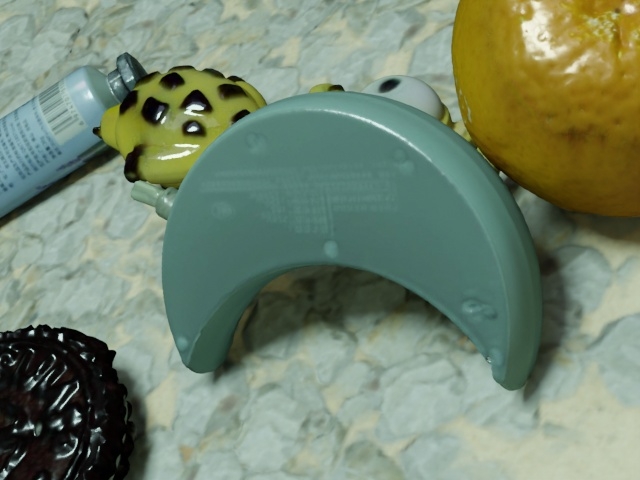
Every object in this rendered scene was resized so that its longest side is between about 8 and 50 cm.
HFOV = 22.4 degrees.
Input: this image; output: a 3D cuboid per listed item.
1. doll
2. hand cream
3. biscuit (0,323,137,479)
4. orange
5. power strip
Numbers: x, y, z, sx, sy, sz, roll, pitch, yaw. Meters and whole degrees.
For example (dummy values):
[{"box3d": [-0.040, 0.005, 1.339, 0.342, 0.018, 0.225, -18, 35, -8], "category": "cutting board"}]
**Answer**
[{"box3d": [-0.023, -0.060, 1.007, 0.291, 0.086, 0.117, 12, 48, 38], "category": "doll"}, {"box3d": [-0.239, -0.047, 1.153, 0.271, 0.058, 0.091, -31, 55, 9], "category": "hand cream"}, {"box3d": [-0.195, 0.135, 0.962, 0.194, 0.053, 0.194, -17, 47, 18], "category": "biscuit"}, {"box3d": [0.159, -0.099, 0.877, 0.177, 0.155, 0.177, 0, 84, 0], "category": "orange"}, {"box3d": [0.000, 0.000, 0.902, 0.253, 0.167, 0.054, 3, 14, 30], "category": "power strip"}]
